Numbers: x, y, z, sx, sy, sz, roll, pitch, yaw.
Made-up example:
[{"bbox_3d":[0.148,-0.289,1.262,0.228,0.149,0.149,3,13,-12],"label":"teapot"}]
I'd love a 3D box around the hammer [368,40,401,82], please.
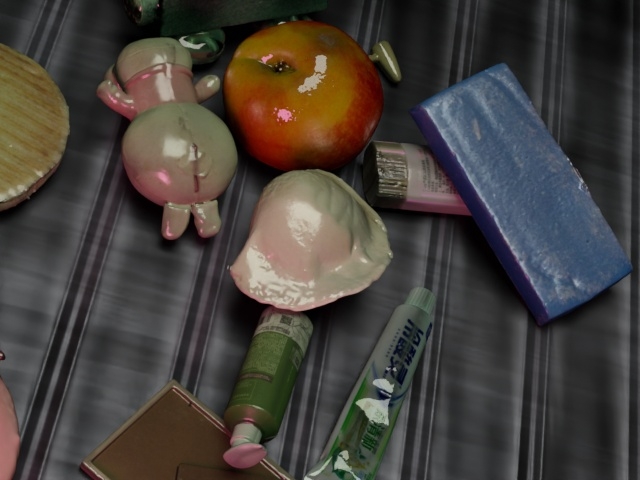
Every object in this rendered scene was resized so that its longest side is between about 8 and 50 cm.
[{"bbox_3d":[0.013,-0.218,1.965,0.195,0.028,0.060,-11,65,-23],"label":"hammer"}]

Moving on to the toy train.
[{"bbox_3d":[-0.127,-0.352,1.945,0.304,0.150,0.221,-14,50,-27],"label":"toy train"}]

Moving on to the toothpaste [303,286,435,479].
[{"bbox_3d":[0.066,0.168,1.671,0.075,0.048,0.297,31,52,-5],"label":"toothpaste"}]

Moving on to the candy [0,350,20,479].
[{"bbox_3d":[-0.405,0.193,1.444,0.255,0.094,0.255,10,51,-13],"label":"candy"}]

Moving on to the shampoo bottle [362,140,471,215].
[{"bbox_3d":[0.168,-0.074,1.884,0.227,0.056,0.086,4,60,-18],"label":"shampoo bottle"}]

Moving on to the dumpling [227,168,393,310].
[{"bbox_3d":[0.002,-0.002,1.719,0.166,0.126,0.216,26,18,10],"label":"dumpling"}]

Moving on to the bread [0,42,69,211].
[{"bbox_3d":[-0.417,-0.131,1.724,0.267,0.040,0.267,10,52,-12],"label":"bread"}]

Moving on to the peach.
[{"bbox_3d":[-0.021,-0.170,1.848,0.190,0.192,0.190,-12,55,17],"label":"peach"}]

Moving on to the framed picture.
[{"bbox_3d":[-0.124,0.250,1.557,0.203,0.015,0.150,38,50,11],"label":"framed picture"}]

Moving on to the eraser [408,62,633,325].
[{"bbox_3d":[0.246,-0.060,1.849,0.144,0.042,0.311,-27,82,-25],"label":"eraser"}]

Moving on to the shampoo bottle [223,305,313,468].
[{"bbox_3d":[-0.059,0.157,1.607,0.065,0.065,0.204,22,44,-3],"label":"shampoo bottle"}]

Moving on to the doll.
[{"bbox_3d":[-0.178,-0.133,1.766,0.155,0.113,0.275,-4,55,-25],"label":"doll"}]
